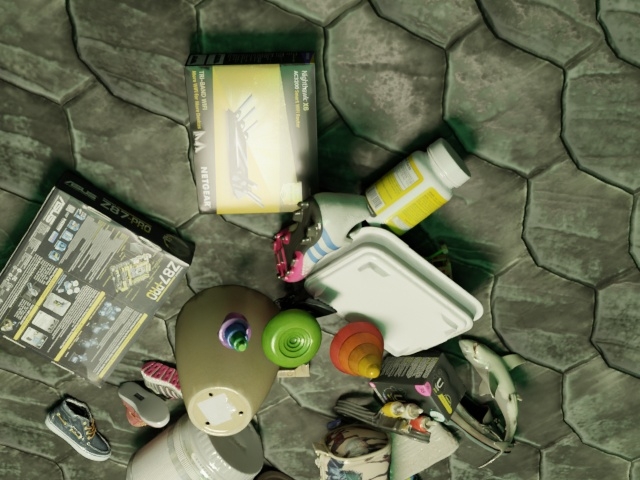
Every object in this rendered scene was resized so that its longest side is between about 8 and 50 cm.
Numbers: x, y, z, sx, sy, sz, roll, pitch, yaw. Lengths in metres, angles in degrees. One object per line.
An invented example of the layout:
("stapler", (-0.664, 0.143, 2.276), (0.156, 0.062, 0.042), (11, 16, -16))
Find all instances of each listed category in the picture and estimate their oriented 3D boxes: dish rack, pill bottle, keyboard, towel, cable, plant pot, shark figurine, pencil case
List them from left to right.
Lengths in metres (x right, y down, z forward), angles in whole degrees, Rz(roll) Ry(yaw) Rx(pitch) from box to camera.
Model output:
("plant pot", (-0.202, 0.275, 1.779), (0.256, 0.274, 0.257), (0, 119, 0))
("keyboard", (-0.034, 0.132, 1.780), (0.100, 0.192, 0.038), (22, 73, -16))
("pencil case", (0.068, 0.628, 1.962), (0.183, 0.160, 0.411), (0, 110, -4))
("cable", (0.151, 0.394, 1.891), (0.139, 0.287, 0.072), (31, 74, -25))
("dish rack", (0.140, 0.128, 1.748), (0.332, 0.072, 0.285), (36, 140, -19))
("towel", (0.172, 0.502, 2.033), (0.282, 0.049, 0.187), (-33, 114, 16))
("pill bottle", (0.186, -0.102, 1.661), (0.208, 0.119, 0.119), (-37, 113, 18))
("shark figurine", (0.394, 0.362, 1.903), (0.166, 0.278, 0.116), (0, 158, -32))

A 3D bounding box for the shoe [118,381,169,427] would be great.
("shoe", (-0.397, 0.396, 1.920), (0.063, 0.178, 0.081), (-32, 129, -32))

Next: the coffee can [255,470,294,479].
("coffee can", (-0.168, 0.732, 2.070), (0.201, 0.202, 0.275), (37, 113, -18))

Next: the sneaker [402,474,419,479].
("sneaker", (0.192, 0.667, 2.081), (0.078, 0.067, 0.188), (37, 80, -26))

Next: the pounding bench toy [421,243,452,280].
("pounding bench toy", (0.242, 0.050, 1.782), (0.065, 0.052, 0.083), (-9, 118, 5))

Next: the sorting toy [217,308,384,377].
("sorting toy", (-0.021, 0.221, 1.674), (0.365, 0.126, 0.127), (12, 104, -20))

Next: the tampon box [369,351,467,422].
("tampon box", (0.217, 0.323, 1.862), (0.161, 0.101, 0.120), (-7, 126, 47))

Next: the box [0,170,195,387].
("box", (-0.502, 0.092, 1.779), (0.318, 0.097, 0.395), (32, 114, -15))

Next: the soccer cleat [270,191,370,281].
("soccer cleat", (0.000, 0.000, 1.658), (0.143, 0.116, 0.331), (-8, 163, -20))

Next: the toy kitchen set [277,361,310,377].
("toy kitchen set", (-0.062, 0.277, 1.896), (0.075, 0.068, 0.083), (-2, 118, 1))

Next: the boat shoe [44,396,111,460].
("boat shoe", (-0.559, 0.450, 1.990), (0.183, 0.065, 0.083), (40, 113, -19))

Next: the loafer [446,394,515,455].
("loafer", (0.360, 0.412, 1.962), (0.267, 0.096, 0.084), (31, 108, -14))

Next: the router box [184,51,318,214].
("router box", (-0.126, -0.204, 1.624), (0.242, 0.081, 0.309), (-2, 119, 0))

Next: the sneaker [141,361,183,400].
("sneaker", (-0.334, 0.339, 1.925), (0.170, 0.063, 0.075), (21, 134, 7))

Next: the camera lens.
("camera lens", (-0.296, 0.526, 1.945), (0.274, 0.219, 0.219), (-39, 112, 19))
